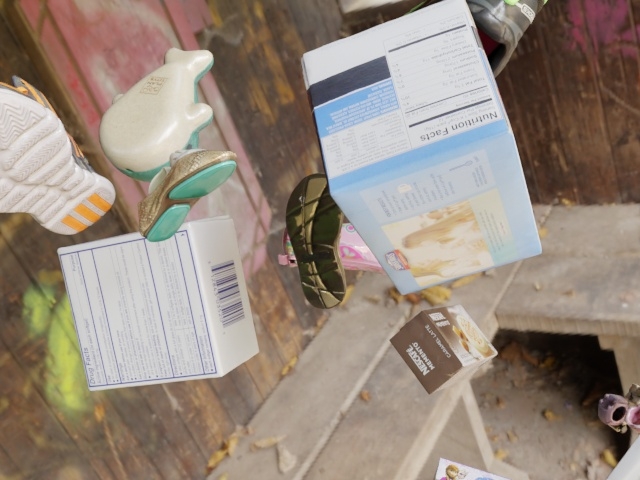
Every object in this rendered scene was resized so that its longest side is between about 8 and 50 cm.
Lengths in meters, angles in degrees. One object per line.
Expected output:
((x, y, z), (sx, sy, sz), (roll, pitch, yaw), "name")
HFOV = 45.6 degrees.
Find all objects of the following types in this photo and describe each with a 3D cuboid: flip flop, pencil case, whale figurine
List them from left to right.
((-0.278, -0.224, 1.380), (0.216, 0.141, 0.272), (9, 62, 24), "whale figurine")
((0.000, 0.000, 1.475), (0.112, 0.277, 0.080), (-5, 23, 8), "flip flop")
((0.053, 0.016, 1.677), (0.284, 0.124, 0.124), (4, 30, 2), "pencil case")

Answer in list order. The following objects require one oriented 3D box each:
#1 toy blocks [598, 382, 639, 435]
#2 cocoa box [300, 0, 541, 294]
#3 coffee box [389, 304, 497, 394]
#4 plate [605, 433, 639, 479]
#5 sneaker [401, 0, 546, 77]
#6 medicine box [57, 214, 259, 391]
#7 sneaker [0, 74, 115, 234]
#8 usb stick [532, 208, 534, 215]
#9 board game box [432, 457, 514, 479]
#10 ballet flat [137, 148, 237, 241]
((0.836, 0.357, 1.835), (0.288, 0.260, 0.309), (-45, 29, -4), "toy blocks")
((0.150, -0.109, 1.055), (0.231, 0.347, 0.228), (-18, 60, 13), "cocoa box")
((0.262, 0.222, 1.593), (0.098, 0.141, 0.246), (-44, -21, 20), "coffee box")
((0.762, 0.511, 1.587), (0.278, 0.277, 0.045), (-48, 5, -10), "plate")
((0.187, -0.295, 1.274), (0.202, 0.185, 0.483), (-58, 3, -26), "sneaker")
((-0.289, 0.111, 1.360), (0.289, 0.263, 0.149), (-10, 4, 23), "medicine box")
((-0.361, -0.123, 0.859), (0.124, 0.180, 0.321), (-39, -14, -9), "sneaker")
((0.357, -0.109, 1.604), (0.077, 0.278, 0.045), (1, 66, 48), "usb stick")
((0.413, 0.688, 1.869), (0.318, 0.318, 0.066), (16, 44, 9), "board game box")
((-0.174, -0.070, 0.929), (0.073, 0.067, 0.206), (-5, -24, -45), "ballet flat")
